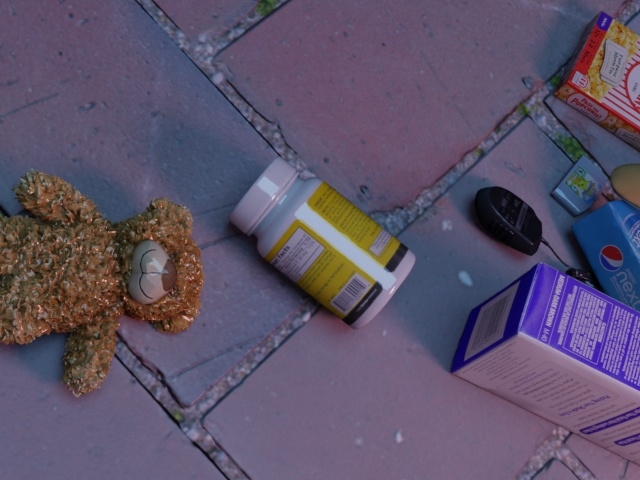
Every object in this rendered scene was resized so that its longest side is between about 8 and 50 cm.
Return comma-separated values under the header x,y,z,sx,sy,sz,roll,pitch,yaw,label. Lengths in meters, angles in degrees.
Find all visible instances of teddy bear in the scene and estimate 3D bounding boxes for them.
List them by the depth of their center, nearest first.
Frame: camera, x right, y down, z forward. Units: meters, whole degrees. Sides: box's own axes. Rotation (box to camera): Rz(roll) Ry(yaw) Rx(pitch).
x,y,z,sx,sy,sz,roll,pitch,yaw,label
-0.290,0.040,1.252,0.338,0.113,0.245,14,69,-13,teddy bear

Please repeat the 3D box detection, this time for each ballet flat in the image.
x,y,z,sx,sy,sz,roll,pitch,yaw,label
0.498,-0.059,1.489,0.232,0.073,0.080,21,57,-5,ballet flat

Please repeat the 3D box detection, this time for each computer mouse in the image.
x,y,z,sx,sy,sz,roll,pitch,yaw,label
0.295,0.016,1.505,0.242,0.041,0.071,41,40,-6,computer mouse

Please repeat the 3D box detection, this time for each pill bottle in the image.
x,y,z,sx,sy,sz,roll,pitch,yaw,label
0.000,0.000,1.360,0.208,0.119,0.119,39,63,-2,pill bottle

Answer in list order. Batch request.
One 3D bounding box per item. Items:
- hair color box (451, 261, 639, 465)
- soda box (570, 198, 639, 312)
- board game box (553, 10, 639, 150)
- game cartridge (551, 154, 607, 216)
x,y,z,sx,sy,sz,roll,pitch,yaw,label
0.355,0.168,1.382,0.339,0.185,0.110,28,63,-8,hair color box
0.419,0.053,1.495,0.067,0.071,0.210,-11,71,-44,soda box
0.450,-0.219,1.636,0.193,0.045,0.146,32,64,-6,board game box
0.361,-0.074,1.569,0.056,0.017,0.083,44,63,-4,game cartridge
